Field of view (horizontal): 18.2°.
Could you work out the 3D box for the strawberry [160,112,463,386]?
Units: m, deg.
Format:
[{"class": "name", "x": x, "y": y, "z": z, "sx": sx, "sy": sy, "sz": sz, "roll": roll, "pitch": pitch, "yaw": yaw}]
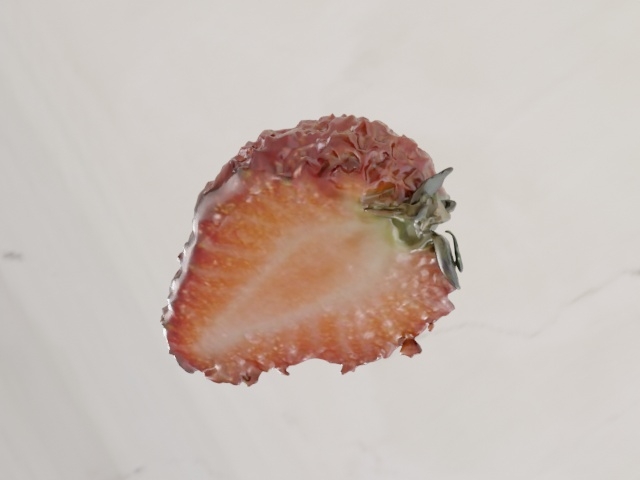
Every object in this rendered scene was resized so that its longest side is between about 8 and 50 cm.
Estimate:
[{"class": "strawberry", "x": -0.003, "y": -0.006, "z": 1.308, "sx": 0.236, "sy": 0.107, "sz": 0.175, "roll": -6, "pitch": -58, "yaw": 29}]
